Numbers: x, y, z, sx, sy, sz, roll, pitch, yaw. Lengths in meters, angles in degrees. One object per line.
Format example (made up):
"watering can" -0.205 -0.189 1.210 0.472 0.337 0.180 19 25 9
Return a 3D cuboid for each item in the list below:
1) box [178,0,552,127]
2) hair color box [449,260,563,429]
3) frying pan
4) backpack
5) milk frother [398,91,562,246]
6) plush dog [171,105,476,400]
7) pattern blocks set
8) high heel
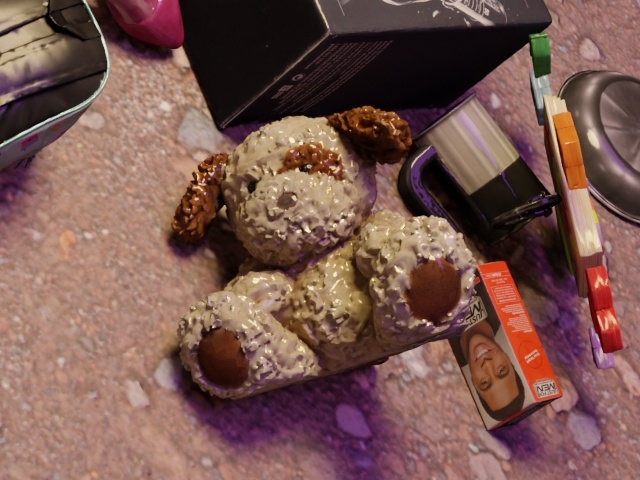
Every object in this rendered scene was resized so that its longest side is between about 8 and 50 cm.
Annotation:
"box" 0.004 -0.306 1.871 0.312 0.179 0.343 -9 70 -44
"hair color box" 0.165 0.098 1.818 0.043 0.072 0.141 -8 68 -43
"frying pan" 0.388 -0.065 2.136 0.326 0.053 0.197 43 45 -5
"backpack" -0.271 -0.135 1.544 0.188 0.144 0.166 -30 82 -24
"milk frother" 0.163 -0.070 1.874 0.134 0.143 0.129 52 51 -3
"plush dog" 0.000 0.000 1.667 0.210 0.262 0.225 12 60 -75
"pattern blocks set" 0.245 -0.037 1.863 0.026 0.285 0.324 -12 79 3
"high heel" -0.180 -0.290 1.799 0.117 0.082 0.244 43 21 -52
